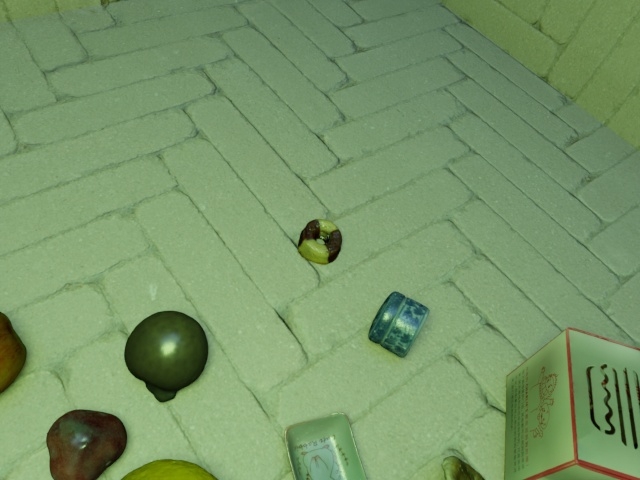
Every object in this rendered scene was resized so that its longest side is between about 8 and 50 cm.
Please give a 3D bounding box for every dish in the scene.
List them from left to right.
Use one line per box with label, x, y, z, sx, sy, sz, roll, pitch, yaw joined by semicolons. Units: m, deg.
dish;0.012;0.493;1.024;0.152;0.077;0.212;-8;57;-19

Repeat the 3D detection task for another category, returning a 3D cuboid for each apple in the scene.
apple;-0.714;0.238;0.987;0.196;0.195;0.195;6;54;-8

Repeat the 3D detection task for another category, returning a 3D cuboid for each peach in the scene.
peach;-0.463;0.408;0.943;0.152;0.152;0.151;6;54;-8

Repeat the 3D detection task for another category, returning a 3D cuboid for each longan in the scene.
longan;-0.346;0.260;1.075;0.185;0.159;0.204;2;92;9

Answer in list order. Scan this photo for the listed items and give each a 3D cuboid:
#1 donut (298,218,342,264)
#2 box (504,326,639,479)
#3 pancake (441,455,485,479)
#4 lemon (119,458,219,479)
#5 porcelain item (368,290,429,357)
donut;0.000;0.000;1.390;0.141;0.059;0.140;7;55;-10
box;0.614;0.422;1.059;0.300;0.312;0.314;17;52;2
pancake;0.332;0.577;0.968;0.282;0.049;0.282;45;22;-25
lemon;-0.268;0.520;0.837;0.268;0.267;0.267;6;54;-8
porcelain item;0.196;0.211;1.223;0.114;0.147;0.147;28;54;11
